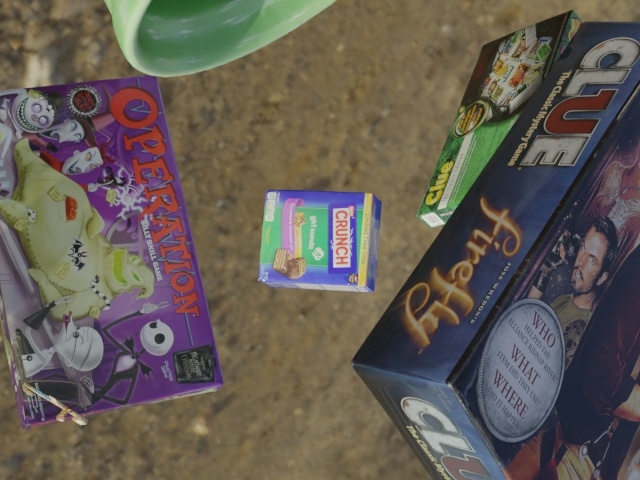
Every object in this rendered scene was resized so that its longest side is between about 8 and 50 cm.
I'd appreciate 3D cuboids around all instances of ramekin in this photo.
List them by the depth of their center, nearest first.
[{"bbox_3d":[-0.056,-0.274,0.958,0.303,0.148,0.303,-33,172,-5],"label":"ramekin"}]

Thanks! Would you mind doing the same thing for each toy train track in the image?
[{"bbox_3d":[-0.238,0.148,1.114,0.014,0.083,0.048,-57,141,-14],"label":"toy train track"}]

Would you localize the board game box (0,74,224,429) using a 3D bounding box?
[{"bbox_3d":[-0.237,0.005,1.300,0.208,0.346,0.056,-9,168,-26],"label":"board game box"}]

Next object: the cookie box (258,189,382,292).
[{"bbox_3d":[0.000,0.000,1.200,0.040,0.107,0.091,33,61,-72],"label":"cookie box"}]

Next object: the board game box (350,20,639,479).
[{"bbox_3d":[0.120,0.064,0.473,0.165,0.042,0.243,-54,130,-26],"label":"board game box"}]

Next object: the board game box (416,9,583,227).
[{"bbox_3d":[0.198,-0.134,1.376,0.030,0.136,0.259,42,56,-29],"label":"board game box"}]
